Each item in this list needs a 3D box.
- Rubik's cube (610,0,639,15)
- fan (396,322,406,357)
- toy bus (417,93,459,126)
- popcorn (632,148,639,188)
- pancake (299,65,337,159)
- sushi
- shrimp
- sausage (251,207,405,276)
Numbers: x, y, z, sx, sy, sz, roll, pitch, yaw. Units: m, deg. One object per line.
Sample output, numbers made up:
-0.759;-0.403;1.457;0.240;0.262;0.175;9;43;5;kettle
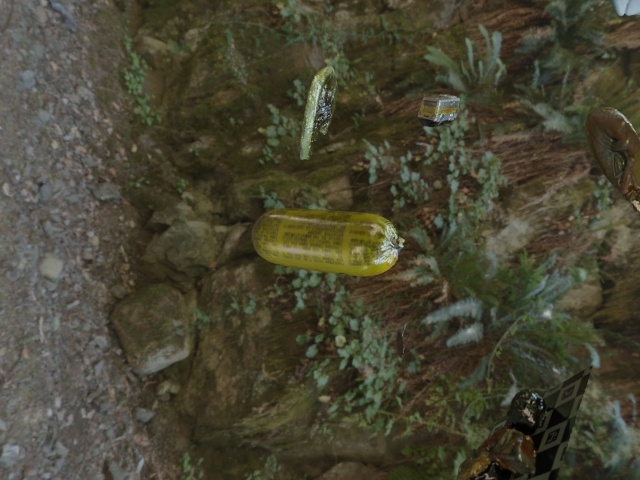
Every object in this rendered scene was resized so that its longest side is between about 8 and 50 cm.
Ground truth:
0.691;-0.691;0.736;0.352;0.347;0.352;0;82;-49;Rubik's cube
0.240;0.290;1.207;0.085;0.005;0.134;-94;-174;-52;fan
0.311;-0.341;1.061;0.172;0.057;0.072;-28;135;-49;toy bus
0.458;-0.128;0.354;0.349;0.348;0.382;-106;-159;-57;popcorn
-0.003;-0.172;0.548;0.116;0.022;0.130;98;12;-58;pancake
0.386;0.425;0.860;0.064;0.359;0.343;42;-42;17;sushi
0.751;-0.190;0.997;0.318;0.077;0.168;67;12;17;shrimp
0.000;0.000;0.809;0.123;0.346;0.124;-16;109;-58;sausage
